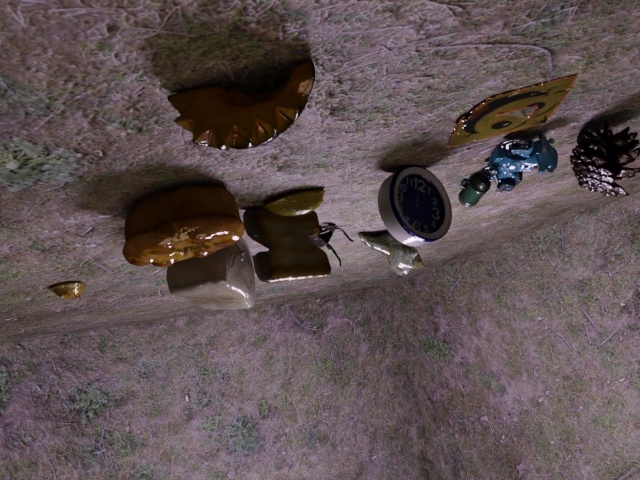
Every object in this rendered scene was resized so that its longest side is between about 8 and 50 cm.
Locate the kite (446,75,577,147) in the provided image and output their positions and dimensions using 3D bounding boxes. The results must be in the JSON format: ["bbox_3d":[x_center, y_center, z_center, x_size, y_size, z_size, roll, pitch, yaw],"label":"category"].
[{"bbox_3d":[0.481,-0.313,1.415,0.328,0.013,0.378,-4,164,-38],"label":"kite"}]

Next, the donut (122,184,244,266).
[{"bbox_3d":[-0.358,-0.031,1.462,0.317,0.150,0.299,-15,168,4],"label":"donut"}]

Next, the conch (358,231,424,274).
[{"bbox_3d":[0.319,0.028,2.453,0.386,0.169,0.203,41,167,-26],"label":"conch"}]

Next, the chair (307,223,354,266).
[{"bbox_3d":[0.000,0.000,2.127,0.174,0.149,0.213,-20,124,39],"label":"chair"}]

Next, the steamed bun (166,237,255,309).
[{"bbox_3d":[-0.347,0.087,1.827,0.247,0.236,0.383,-5,162,9],"label":"steamed bun"}]

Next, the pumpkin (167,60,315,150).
[{"bbox_3d":[-0.118,-0.207,0.989,0.254,0.130,0.149,-15,167,-1],"label":"pumpkin"}]

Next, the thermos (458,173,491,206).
[{"bbox_3d":[0.533,-0.181,1.931,0.073,0.083,0.187,-34,169,-10],"label":"thermos"}]

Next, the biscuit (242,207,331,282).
[{"bbox_3d":[-0.100,0.011,1.727,0.291,0.236,0.062,-4,163,-44],"label":"biscuit"}]

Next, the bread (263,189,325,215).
[{"bbox_3d":[-0.075,-0.098,1.669,0.188,0.065,0.149,-12,173,-14],"label":"bread"}]

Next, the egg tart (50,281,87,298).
[{"bbox_3d":[-0.925,0.187,2.062,0.129,0.049,0.129,-12,166,-3],"label":"egg tart"}]

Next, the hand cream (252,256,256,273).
[{"bbox_3d":[-0.188,0.090,2.361,0.248,0.075,0.052,-7,161,-39],"label":"hand cream"}]

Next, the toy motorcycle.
[{"bbox_3d":[0.597,-0.233,1.674,0.182,0.123,0.272,9,164,0],"label":"toy motorcycle"}]

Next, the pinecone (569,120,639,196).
[{"bbox_3d":[0.844,-0.241,1.652,0.203,0.201,0.229,14,165,36],"label":"pinecone"}]

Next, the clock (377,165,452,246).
[{"bbox_3d":[0.275,-0.099,1.633,0.231,0.230,0.083,-5,165,-34],"label":"clock"}]
